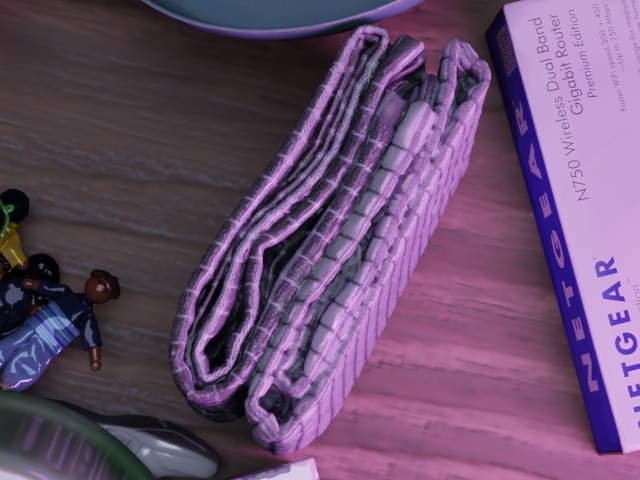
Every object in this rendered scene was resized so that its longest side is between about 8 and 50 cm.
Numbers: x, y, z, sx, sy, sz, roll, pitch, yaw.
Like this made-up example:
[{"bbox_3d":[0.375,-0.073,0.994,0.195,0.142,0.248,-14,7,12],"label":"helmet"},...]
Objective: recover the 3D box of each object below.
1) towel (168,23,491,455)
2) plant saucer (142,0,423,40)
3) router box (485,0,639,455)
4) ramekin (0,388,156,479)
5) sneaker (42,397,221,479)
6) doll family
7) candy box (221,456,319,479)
[{"bbox_3d":[0.000,0.000,1.227,0.121,0.235,0.284,27,81,6],"label":"towel"},{"bbox_3d":[0.001,-0.248,1.259,0.317,0.044,0.318,-9,51,11],"label":"plant saucer"},{"bbox_3d":[0.310,-0.038,1.331,0.301,0.082,0.335,-14,84,-6],"label":"router box"},{"bbox_3d":[-0.233,0.256,1.185,0.303,0.148,0.303,0,94,-4],"label":"ramekin"},{"bbox_3d":[-0.147,0.154,1.289,0.152,0.054,0.061,11,96,0],"label":"sneaker"},{"bbox_3d":[-0.224,0.023,1.289,0.111,0.076,0.193,-41,92,-13],"label":"doll family"},{"bbox_3d":[-0.022,0.233,1.209,0.070,0.196,0.165,-14,83,-6],"label":"candy box"}]
